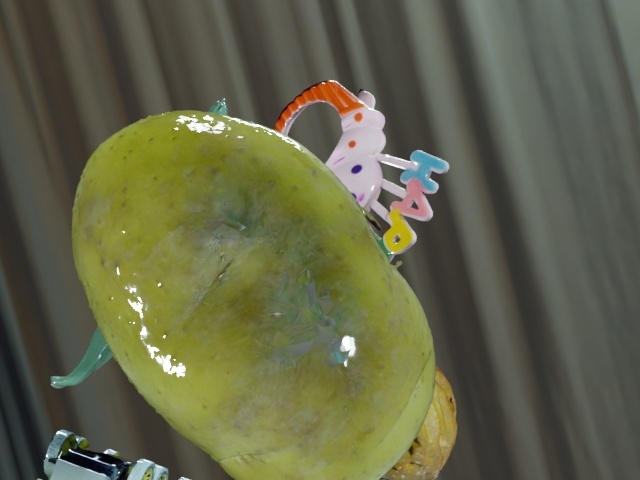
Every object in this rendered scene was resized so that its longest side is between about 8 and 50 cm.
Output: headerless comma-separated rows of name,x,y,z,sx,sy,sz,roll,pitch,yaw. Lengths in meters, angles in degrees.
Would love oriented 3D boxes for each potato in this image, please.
potato,-0.038,0.034,1.040,0.169,0.248,0.143,-40,-10,-13

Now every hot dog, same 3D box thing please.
hot dog,0.021,0.175,1.720,0.196,0.122,0.272,14,-17,-19

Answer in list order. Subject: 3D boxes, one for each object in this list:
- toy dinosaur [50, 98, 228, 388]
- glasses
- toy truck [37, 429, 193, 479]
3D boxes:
toy dinosaur,-0.142,0.009,1.622,0.079,0.292,0.120,26,-10,-26
glasses,-0.002,0.003,1.330,0.095,0.162,0.255,16,-54,-43
toy truck,-0.172,0.224,1.446,0.085,0.116,0.191,19,-10,13
